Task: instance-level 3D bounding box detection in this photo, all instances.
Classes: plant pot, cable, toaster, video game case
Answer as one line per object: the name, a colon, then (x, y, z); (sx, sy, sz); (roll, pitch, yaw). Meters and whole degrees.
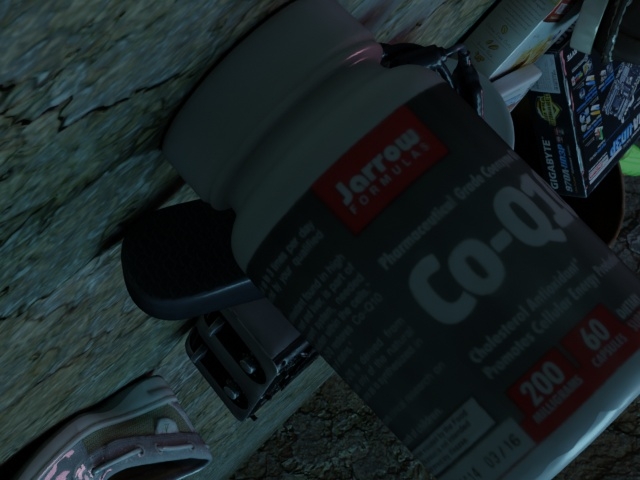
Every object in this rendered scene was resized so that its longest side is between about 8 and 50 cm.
plant pot: (0.180, -0.046, 1.757); (0.230, 0.215, 0.215); (-26, -172, 46)
cable: (0.043, -0.045, 1.071); (0.150, 0.047, 0.184); (-14, 122, -16)
toaster: (-0.029, 0.061, 1.473); (0.185, 0.110, 0.168); (-40, 173, -26)
video game case: (0.121, -0.089, 1.427); (0.157, 0.019, 0.143); (-31, 163, -49)

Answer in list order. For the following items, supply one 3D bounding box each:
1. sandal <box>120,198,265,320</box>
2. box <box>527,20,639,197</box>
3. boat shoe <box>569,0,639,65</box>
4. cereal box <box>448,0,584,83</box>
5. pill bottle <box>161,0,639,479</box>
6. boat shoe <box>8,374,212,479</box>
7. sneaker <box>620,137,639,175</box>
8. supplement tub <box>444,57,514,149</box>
sandal: (-0.001, -0.001, 1.020); (0.254, 0.097, 0.054); (-7, 148, -5)
box: (0.296, -0.176, 1.651); (0.220, 0.051, 0.175); (-44, 131, -37)
boat shoe: (0.337, -0.266, 1.482); (0.324, 0.096, 0.117); (-52, 161, -41)
cereal box: (0.158, -0.163, 1.469); (0.240, 0.047, 0.173); (-46, 172, 20)
pill bottle: (0.053, 0.005, 0.895); (0.161, 0.283, 0.161); (-43, 173, -7)
boat shoe: (-0.206, 0.222, 1.440); (0.118, 0.103, 0.320); (-47, 172, 25)
sneaker: (0.336, -0.198, 1.968); (0.483, 0.185, 0.202); (2, 103, -75)
supplement tub: (0.069, -0.051, 1.237); (0.144, 0.144, 0.200); (-42, 172, -17)
